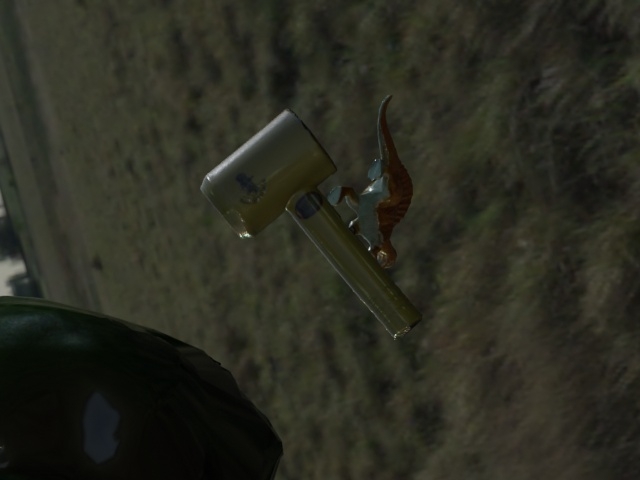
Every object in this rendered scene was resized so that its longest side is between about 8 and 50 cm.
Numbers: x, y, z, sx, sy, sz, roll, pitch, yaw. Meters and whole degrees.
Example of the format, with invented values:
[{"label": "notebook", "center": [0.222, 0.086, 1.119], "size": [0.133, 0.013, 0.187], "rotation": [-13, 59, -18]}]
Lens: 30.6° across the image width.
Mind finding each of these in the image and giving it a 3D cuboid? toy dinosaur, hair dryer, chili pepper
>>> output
[{"label": "toy dinosaur", "center": [0.085, -0.056, 1.435], "size": [0.057, 0.142, 0.212], "rotation": [33, 96, 40]}, {"label": "hair dryer", "center": [0.000, 0.000, 1.289], "size": [0.279, 0.135, 0.090], "rotation": [50, 176, 9]}, {"label": "chili pepper", "center": [-0.151, 0.109, 0.504], "size": [0.165, 0.261, 0.174], "rotation": [133, 150, -66]}]
